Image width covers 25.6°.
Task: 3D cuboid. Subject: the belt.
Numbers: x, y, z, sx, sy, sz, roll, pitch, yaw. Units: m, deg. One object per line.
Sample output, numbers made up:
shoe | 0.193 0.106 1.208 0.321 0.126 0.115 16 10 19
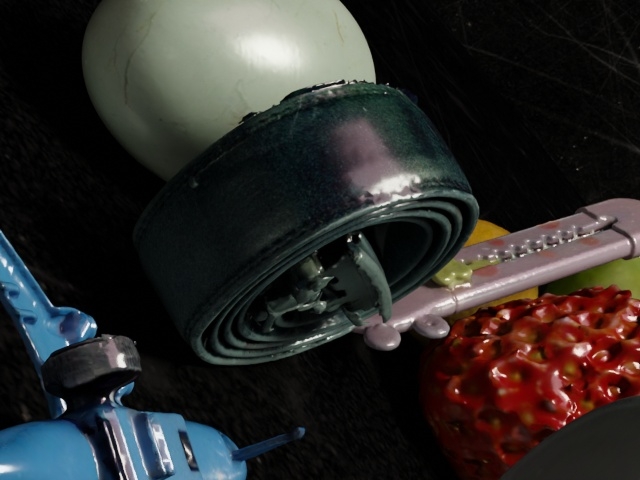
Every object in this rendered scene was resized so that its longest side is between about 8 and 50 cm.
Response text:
belt | 0.000 0.000 0.918 0.116 0.206 0.267 60 12 17

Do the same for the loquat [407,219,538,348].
loquat | 0.134 0.049 1.311 0.141 0.141 0.141 46 17 -19

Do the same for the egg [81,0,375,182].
egg | -0.066 -0.120 1.038 0.264 0.183 0.183 10 44 -56

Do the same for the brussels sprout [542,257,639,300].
brussels sprout | 0.382 0.136 1.546 0.344 0.268 0.344 51 19 -26

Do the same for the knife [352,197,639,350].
knife | 0.160 0.015 1.202 0.399 0.038 0.132 -14 35 -34

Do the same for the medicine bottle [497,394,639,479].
medicine bottle | 0.245 0.276 0.911 0.306 0.245 0.245 49 16 -9

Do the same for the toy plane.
toy plane | -0.096 0.105 0.630 0.271 0.105 0.254 9 59 -61

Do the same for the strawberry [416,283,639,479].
strawberry | 0.165 0.138 1.188 0.178 0.233 0.234 12 28 -13
